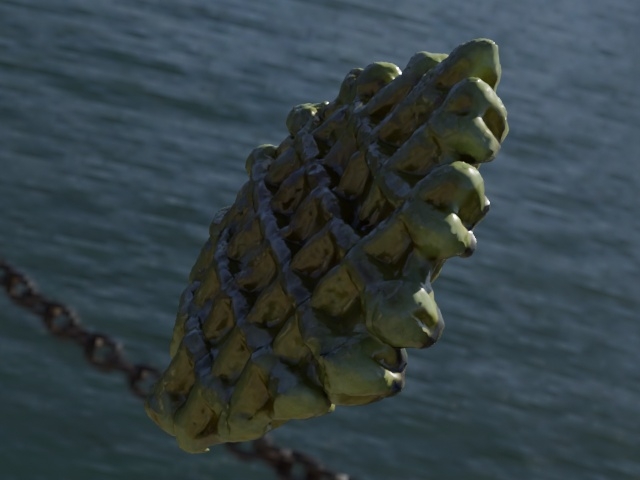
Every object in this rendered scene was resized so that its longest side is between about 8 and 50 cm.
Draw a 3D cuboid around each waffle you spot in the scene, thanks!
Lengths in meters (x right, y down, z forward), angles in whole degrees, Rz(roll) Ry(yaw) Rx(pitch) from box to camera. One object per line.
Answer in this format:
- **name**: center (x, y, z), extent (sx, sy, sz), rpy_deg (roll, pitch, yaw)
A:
- **waffle**: center (0.000, 0.000, 0.684), extent (0.036, 0.169, 0.183), rpy_deg (34, -32, -26)
